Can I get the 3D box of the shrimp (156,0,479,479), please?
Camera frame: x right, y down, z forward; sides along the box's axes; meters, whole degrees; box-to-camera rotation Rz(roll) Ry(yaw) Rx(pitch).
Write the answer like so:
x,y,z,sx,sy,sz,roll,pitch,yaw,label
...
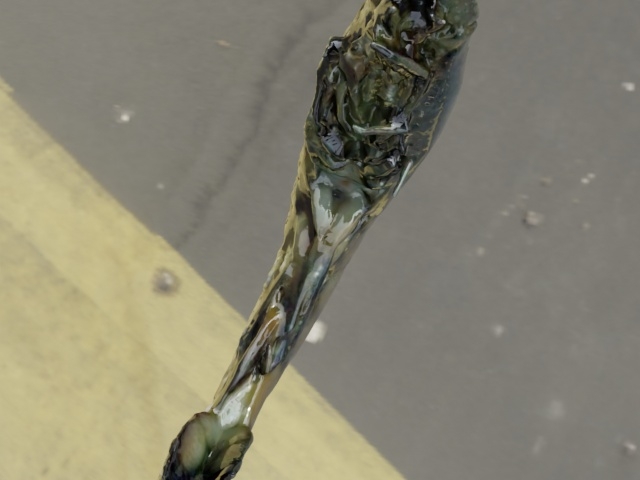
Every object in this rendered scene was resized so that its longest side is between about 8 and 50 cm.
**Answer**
x,y,z,sx,sy,sz,roll,pitch,yaw,label
0.000,0.000,0.575,0.051,0.262,0.198,24,61,-1,shrimp
